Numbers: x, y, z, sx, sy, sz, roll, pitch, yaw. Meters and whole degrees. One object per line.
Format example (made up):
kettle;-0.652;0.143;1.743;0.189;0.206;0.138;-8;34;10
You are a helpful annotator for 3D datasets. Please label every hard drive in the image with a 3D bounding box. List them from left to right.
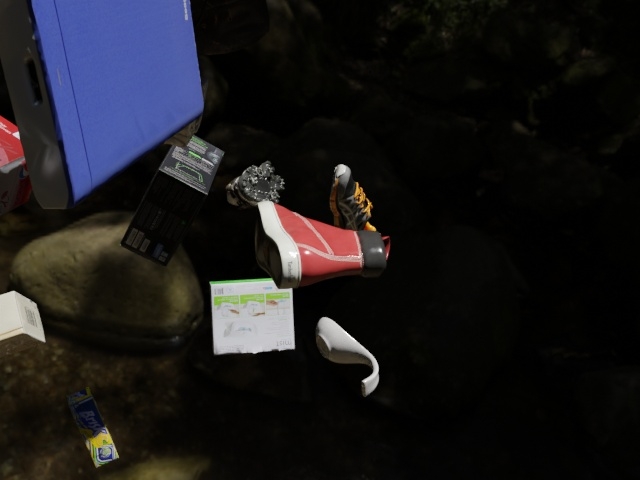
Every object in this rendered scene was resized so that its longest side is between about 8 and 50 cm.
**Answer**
hard drive;-0.196;-0.186;0.673;0.040;0.210;0.318;0;24;11

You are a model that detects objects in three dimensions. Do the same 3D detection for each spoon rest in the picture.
spoon rest;0.073;0.310;1.880;0.084;0.137;0.276;-21;38;-24

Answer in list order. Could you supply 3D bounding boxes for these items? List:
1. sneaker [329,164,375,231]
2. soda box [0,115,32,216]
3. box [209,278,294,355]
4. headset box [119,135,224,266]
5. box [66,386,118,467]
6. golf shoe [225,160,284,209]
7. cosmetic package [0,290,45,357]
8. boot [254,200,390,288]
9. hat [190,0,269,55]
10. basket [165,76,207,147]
sneaker;0.067;-0.074;1.432;0.083;0.215;0.084;3;52;13
soda box;-0.452;-0.131;0.777;0.263;0.092;0.083;34;32;1
box;-0.223;0.244;2.238;0.262;0.231;0.127;-4;2;-11
headset box;-0.375;-0.118;1.774;0.131;0.246;0.283;28;26;-14
box;-0.510;0.418;1.547;0.054;0.169;0.059;-23;19;-20
golf shoe;-0.121;-0.080;1.186;0.094;0.077;0.198;-30;4;11
cosmetic package;-0.842;0.232;1.642;0.309;0.160;0.113;-19;74;-7
boot;0.000;0.000;1.010;0.176;0.088;0.244;-5;21;-17
hat;-0.183;-0.409;1.249;0.331;0.134;0.331;-16;23;7
basket;-0.303;-0.253;1.272;0.167;0.113;0.103;13;32;-8
